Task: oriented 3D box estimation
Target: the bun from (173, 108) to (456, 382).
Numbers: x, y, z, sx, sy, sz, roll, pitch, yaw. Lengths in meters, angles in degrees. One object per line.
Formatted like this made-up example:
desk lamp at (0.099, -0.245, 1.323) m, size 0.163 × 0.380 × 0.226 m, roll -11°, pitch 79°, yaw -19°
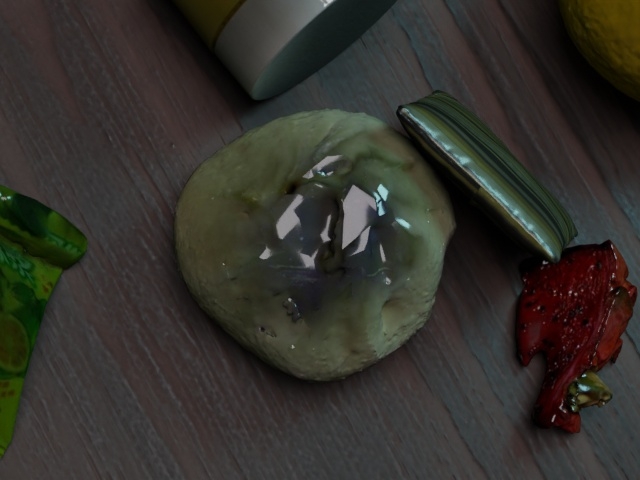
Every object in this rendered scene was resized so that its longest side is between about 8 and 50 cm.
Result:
bun at (0.000, -0.005, 1.696) m, size 0.273 × 0.168 × 0.273 m, roll 1°, pitch 79°, yaw -3°

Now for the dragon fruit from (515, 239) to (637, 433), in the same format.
dragon fruit at (0.246, 0.093, 1.748) m, size 0.122 × 0.092 × 0.192 m, roll 21°, pitch 73°, yaw -4°

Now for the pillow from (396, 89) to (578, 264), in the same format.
pillow at (0.166, -0.063, 1.730) m, size 0.208 × 0.212 × 0.052 m, roll 46°, pitch 104°, yaw 3°

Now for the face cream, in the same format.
face cream at (-0.039, -0.273, 1.731) m, size 0.218 × 0.218 × 0.179 m, roll -37°, pitch 83°, yaw -17°

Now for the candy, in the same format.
candy at (-0.309, 0.077, 1.647) m, size 0.069 × 0.149 × 0.246 m, roll -3°, pitch 64°, yaw 36°

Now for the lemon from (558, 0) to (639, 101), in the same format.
lemon at (0.371, -0.264, 1.777) m, size 0.293 × 0.293 × 0.293 m, roll 3°, pitch 75°, yaw -9°
